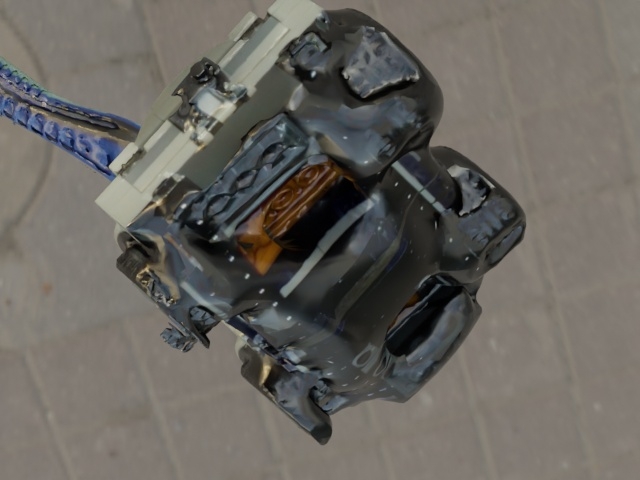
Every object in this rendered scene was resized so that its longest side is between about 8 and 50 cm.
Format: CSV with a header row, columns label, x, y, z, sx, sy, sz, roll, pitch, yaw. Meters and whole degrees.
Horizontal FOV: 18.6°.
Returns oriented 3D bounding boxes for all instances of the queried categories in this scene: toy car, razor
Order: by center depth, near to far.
label,x,y,z,sx,sy,sz,roll,pitch,yaw
toy car,-0.001,-0.001,1.084,0.193,0.118,0.301,-49,148,-4
razor,-0.212,-0.099,1.150,0.324,0.056,0.093,23,136,17
